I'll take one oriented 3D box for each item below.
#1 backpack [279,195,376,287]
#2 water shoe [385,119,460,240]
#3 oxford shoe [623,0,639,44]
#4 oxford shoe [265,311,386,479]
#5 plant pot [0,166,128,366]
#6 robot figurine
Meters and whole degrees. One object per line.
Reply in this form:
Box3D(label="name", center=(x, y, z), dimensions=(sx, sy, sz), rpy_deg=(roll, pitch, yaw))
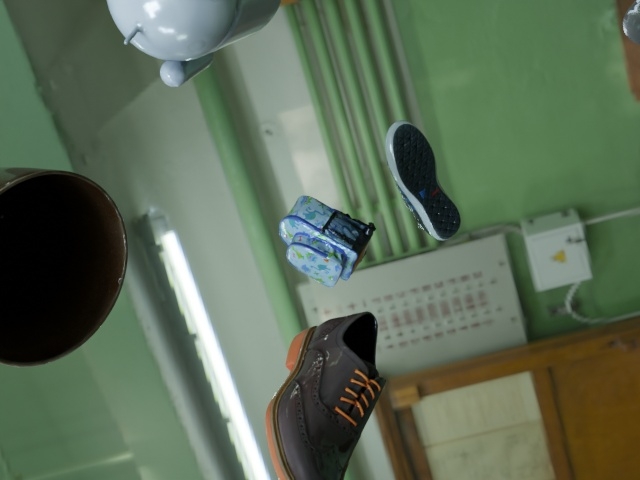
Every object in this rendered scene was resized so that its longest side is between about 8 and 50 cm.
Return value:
Box3D(label="backpack", center=(0.000, 0.000, 1.313), dimensions=(0.084, 0.114, 0.105), rpy_deg=(-54, -8, -25))
Box3D(label="water shoe", center=(0.137, -0.087, 1.482), dimensions=(0.080, 0.073, 0.203), rpy_deg=(18, 140, 60))
Box3D(label="oxford shoe", center=(0.432, -0.281, 1.092), dimensions=(0.076, 0.212, 0.076), rpy_deg=(59, -168, -14))
Box3D(label="oxford shoe", center=(0.012, 0.168, 1.038), dimensions=(0.097, 0.098, 0.271), rpy_deg=(45, -153, -25))
Box3D(label="plant pot", center=(-0.375, 0.005, 1.115), dimensions=(0.215, 0.230, 0.215), rpy_deg=(-22, -60, -45))
Box3D(label="robot figurine", center=(-0.183, -0.380, 1.468), dimensions=(0.353, 0.200, 0.299), rpy_deg=(-44, -34, -60))
